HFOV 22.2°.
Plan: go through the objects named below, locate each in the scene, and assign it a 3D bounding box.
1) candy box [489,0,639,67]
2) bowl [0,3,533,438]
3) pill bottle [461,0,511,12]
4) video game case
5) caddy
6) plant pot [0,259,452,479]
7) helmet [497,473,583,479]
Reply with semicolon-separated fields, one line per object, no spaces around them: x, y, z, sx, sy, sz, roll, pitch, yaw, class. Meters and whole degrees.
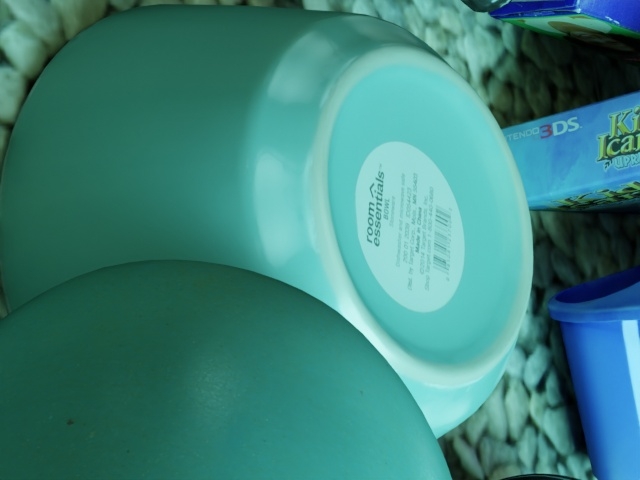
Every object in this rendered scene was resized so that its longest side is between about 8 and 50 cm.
0.311;-0.254;1.213;0.317;0.122;0.268;14;90;-27;candy box
0.000;0.000;0.882;0.311;0.163;0.311;18;65;-45;bowl
0.070;-0.263;1.053;0.219;0.123;0.123;42;49;-15;pill bottle
0.295;-0.069;1.148;0.244;0.269;0.061;3;78;-47;video game case
0.315;0.054;1.160;0.341;0.241;0.179;-13;94;-50;caddy
-0.066;0.152;0.685;0.293;0.293;0.235;44;35;-31;plant pot
0.140;0.222;0.972;0.169;0.161;0.169;16;67;-45;helmet
